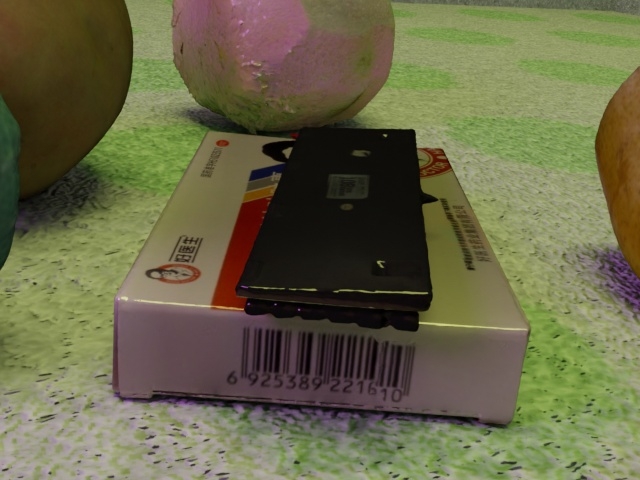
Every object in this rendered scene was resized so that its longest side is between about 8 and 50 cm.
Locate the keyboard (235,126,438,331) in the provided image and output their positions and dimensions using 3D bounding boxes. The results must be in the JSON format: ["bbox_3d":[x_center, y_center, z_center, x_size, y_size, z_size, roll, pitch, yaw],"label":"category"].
[{"bbox_3d":[0.022,-0.024,0.535,0.106,0.027,0.317,3,21,5],"label":"keyboard"}]

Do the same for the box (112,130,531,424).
[{"bbox_3d":[0.000,0.000,0.590,0.214,0.069,0.353,5,20,-1],"label":"box"}]

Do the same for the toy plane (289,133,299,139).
[{"bbox_3d":[-0.048,-0.076,0.806,0.060,0.037,0.145,9,23,38],"label":"toy plane"}]

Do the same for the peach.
[{"bbox_3d":[-0.296,-0.159,0.668,0.292,0.247,0.292,6,-1,0],"label":"peach"}]

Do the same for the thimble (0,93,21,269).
[{"bbox_3d":[-0.282,-0.032,0.435,0.235,0.198,0.143,-13,11,34],"label":"thimble"}]

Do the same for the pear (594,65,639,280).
[{"bbox_3d":[0.314,-0.016,0.562,0.267,0.267,0.178,10,52,12],"label":"pear"}]

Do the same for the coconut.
[{"bbox_3d":[-0.032,-0.241,0.997,0.245,0.233,0.233,-12,27,-35],"label":"coconut"}]
